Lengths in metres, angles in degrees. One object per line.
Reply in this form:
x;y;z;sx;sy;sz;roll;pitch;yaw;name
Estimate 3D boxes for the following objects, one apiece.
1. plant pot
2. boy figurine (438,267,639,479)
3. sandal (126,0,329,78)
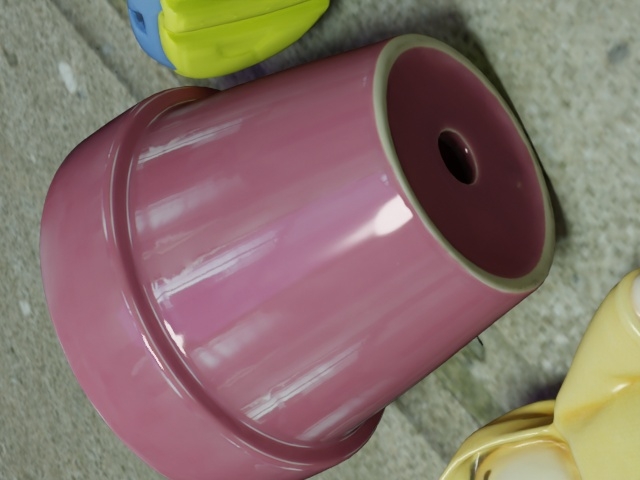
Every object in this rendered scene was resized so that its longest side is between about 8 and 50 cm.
0.000;0.000;0.761;0.180;0.201;0.201;-28;85;34;plant pot
0.160;0.089;0.692;0.285;0.092;0.177;-14;98;46;boy figurine
-0.042;-0.232;0.757;0.138;0.126;0.317;31;119;39;sandal
